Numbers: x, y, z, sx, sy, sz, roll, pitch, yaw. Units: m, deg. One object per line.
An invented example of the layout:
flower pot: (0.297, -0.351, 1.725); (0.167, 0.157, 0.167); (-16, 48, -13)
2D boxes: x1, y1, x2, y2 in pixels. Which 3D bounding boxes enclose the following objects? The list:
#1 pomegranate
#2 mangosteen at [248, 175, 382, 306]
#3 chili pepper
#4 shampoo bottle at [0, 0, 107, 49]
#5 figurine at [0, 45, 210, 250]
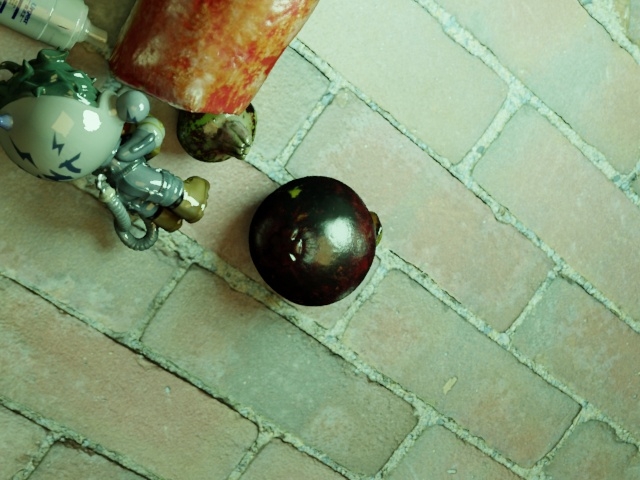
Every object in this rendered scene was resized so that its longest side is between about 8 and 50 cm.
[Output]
pomegranate: (-0.164, -0.175, 1.718); (0.138, 0.163, 0.125); (-11, 146, -31)
mangosteen: (0.000, 0.000, 1.822); (0.265, 0.228, 0.228); (-6, 118, -62)
chili pepper: (-0.162, -0.347, 1.623); (0.251, 0.229, 0.305); (31, 106, -3)
shampoo bottle: (-0.464, -0.367, 1.571); (0.303, 0.092, 0.092); (22, 100, -26)
figurine: (-0.341, -0.152, 1.621); (0.261, 0.186, 0.382); (-32, 136, 29)
